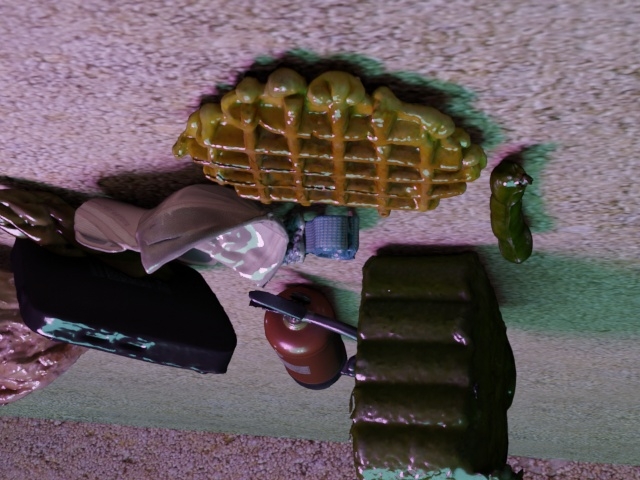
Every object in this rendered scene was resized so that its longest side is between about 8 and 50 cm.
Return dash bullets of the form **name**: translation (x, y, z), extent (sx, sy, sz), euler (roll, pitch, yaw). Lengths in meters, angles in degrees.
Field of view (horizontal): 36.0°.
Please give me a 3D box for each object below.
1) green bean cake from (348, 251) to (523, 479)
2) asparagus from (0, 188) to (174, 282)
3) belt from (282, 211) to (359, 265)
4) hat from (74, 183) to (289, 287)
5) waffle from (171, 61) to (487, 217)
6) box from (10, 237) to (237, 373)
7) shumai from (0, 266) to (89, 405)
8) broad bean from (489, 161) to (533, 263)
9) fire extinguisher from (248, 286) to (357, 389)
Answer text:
- **green bean cake**: translation (0.170, 0.195, 1.367), extent (0.218, 0.319, 0.335), euler (-1, 163, 13)
- **asparagus**: translation (-0.323, -0.015, 1.294), extent (0.287, 0.080, 0.080), euler (17, 158, -24)
- **belt**: translation (0.000, -0.005, 1.189), extent (0.099, 0.065, 0.179), euler (4, 174, -2)
- **hat**: translation (-0.168, -0.029, 1.210), extent (0.226, 0.164, 0.219), euler (41, -166, 28)
- **waffle**: translation (0.010, -0.087, 1.004), extent (0.300, 0.058, 0.281), euler (13, 161, -18)
- **box**: translation (-0.274, 0.079, 1.343), extent (0.288, 0.073, 0.290), euler (15, -165, -27)
- **shumai**: translation (-0.513, 0.091, 1.568), extent (0.314, 0.267, 0.262), euler (-23, 123, 4)
- **broad bean**: translation (0.214, -0.030, 1.101), extent (0.052, 0.052, 0.256), euler (25, 166, 19)
- **fire extinguisher**: translation (0.006, 0.153, 1.606), extent (0.200, 0.113, 0.376), euler (-3, 160, 7)
